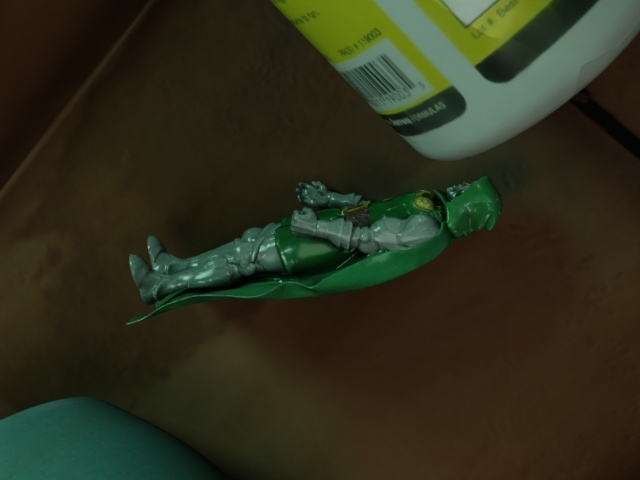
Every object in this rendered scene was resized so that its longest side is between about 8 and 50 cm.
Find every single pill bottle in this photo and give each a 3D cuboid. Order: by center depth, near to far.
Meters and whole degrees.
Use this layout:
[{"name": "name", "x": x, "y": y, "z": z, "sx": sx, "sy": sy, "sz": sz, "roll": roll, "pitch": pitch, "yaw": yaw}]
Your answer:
[{"name": "pill bottle", "x": 0.013, "y": -0.215, "z": 0.662, "sx": 0.188, "sy": 0.188, "sz": 0.334, "roll": -37, "pitch": 107, "yaw": 27}]

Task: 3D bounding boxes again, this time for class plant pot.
[{"name": "plant pot", "x": -0.174, "y": 0.225, "z": 0.929, "sx": 0.290, "sy": 0.290, "sz": 0.195, "roll": -38, "pitch": 70, "yaw": 27}]

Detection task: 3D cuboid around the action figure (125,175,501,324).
[{"name": "action figure", "x": 0.000, "y": 0.000, "z": 0.842, "sx": 0.232, "sy": 0.137, "sz": 0.064, "roll": -12, "pitch": 104, "yaw": 8}]
